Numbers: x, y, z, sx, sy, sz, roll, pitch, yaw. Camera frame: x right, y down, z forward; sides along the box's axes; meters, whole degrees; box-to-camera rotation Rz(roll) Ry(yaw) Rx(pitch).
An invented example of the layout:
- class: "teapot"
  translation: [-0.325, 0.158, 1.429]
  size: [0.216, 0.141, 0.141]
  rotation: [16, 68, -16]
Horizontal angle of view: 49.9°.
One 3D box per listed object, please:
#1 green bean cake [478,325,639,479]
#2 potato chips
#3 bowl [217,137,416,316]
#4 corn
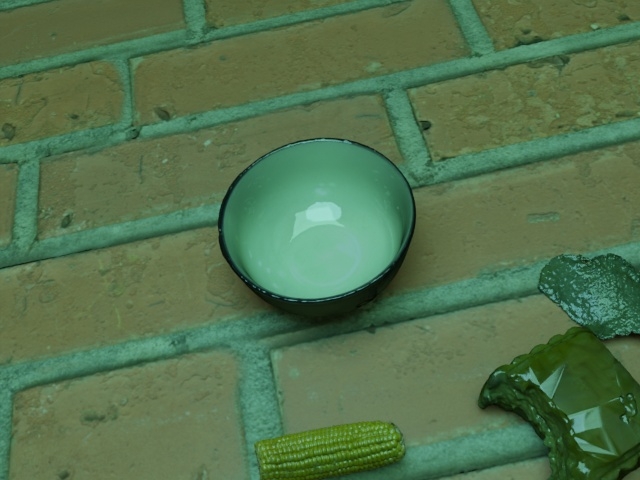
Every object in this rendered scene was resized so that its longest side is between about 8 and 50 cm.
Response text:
- class: "green bean cake"
  translation: [0.402, 0.276, 1.101]
  size: [0.233, 0.124, 0.236]
  rotation: [-28, 59, -11]
- class: "potato chips"
  translation: [0.514, 0.103, 1.240]
  size: [0.229, 0.059, 0.167]
  rotation: [4, 68, 9]
- class: "bowl"
  translation: [0.000, 0.000, 1.283]
  size: [0.354, 0.185, 0.353]
  rotation: [-3, 57, 5]
- class: "corn"
  translation: [0.014, 0.346, 1.123]
  size: [0.249, 0.081, 0.081]
  rotation: [-9, 57, 0]
